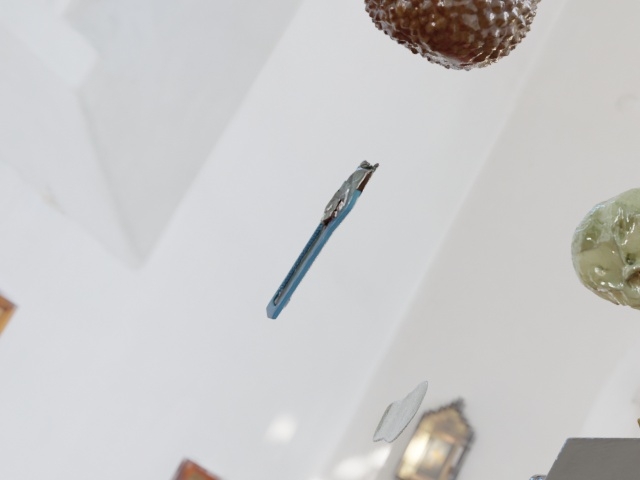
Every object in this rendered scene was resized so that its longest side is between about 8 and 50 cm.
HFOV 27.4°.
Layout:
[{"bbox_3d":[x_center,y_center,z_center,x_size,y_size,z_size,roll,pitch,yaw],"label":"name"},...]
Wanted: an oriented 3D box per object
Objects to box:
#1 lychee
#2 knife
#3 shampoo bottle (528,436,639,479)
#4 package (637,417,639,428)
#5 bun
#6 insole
[{"bbox_3d":[0.194,-0.372,1.852,0.267,0.267,0.267,27,-18,9],"label":"lychee"},{"bbox_3d":[-0.002,-0.001,1.936,0.026,0.296,0.044,19,22,-39],"label":"knife"},{"bbox_3d":[0.255,0.199,0.985,0.246,0.079,0.080,-10,-55,50],"label":"shampoo bottle"},{"bbox_3d":[0.520,0.279,1.892,0.047,0.071,0.131,1,-13,-30],"label":"package"},{"bbox_3d":[0.474,0.030,1.945,0.204,0.126,0.212,43,-47,-6],"label":"bun"},{"bbox_3d":[0.125,0.280,2.109,0.007,0.109,0.322,30,-14,-1],"label":"insole"}]
